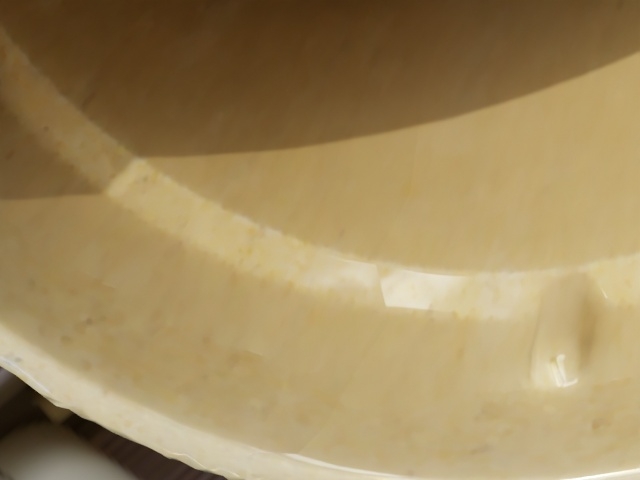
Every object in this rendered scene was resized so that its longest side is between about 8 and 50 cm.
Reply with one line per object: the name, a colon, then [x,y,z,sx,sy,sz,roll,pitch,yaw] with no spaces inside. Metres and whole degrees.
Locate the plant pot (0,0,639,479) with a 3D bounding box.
plant pot: [0.045,-0.153,0.474,0.305,0.334,0.334,-64,-15,-52]
